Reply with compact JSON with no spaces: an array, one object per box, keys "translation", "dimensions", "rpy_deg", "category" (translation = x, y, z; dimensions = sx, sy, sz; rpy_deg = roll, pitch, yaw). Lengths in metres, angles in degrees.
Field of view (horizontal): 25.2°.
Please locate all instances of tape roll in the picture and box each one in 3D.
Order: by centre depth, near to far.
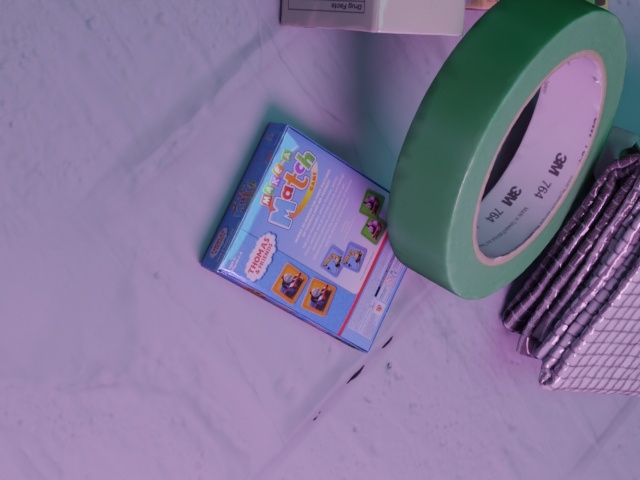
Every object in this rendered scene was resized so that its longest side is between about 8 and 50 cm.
[{"translation":[0.194,-0.096,1.453],"dimensions":[0.321,0.077,0.321],"rpy_deg":[-41,147,-34],"category":"tape roll"}]

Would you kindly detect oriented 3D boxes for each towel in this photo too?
[{"translation":[0.360,0.039,1.612],"dimensions":[0.235,0.121,0.284],"rpy_deg":[8,123,-43],"category":"towel"}]

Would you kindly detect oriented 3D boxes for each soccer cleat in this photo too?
[{"translation":[0.365,-0.044,1.672],"dimensions":[0.068,0.076,0.196],"rpy_deg":[-38,119,-24],"category":"soccer cleat"}]

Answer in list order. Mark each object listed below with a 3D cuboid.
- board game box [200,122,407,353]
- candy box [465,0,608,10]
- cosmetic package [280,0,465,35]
[{"translation":[0.000,0.000,1.445],"dimensions":[0.211,0.039,0.160],"rpy_deg":[31,80,-36],"category":"board game box"},{"translation":[0.217,-0.397,1.493],"dimensions":[0.183,0.087,0.316],"rpy_deg":[-5,103,-34],"category":"candy box"},{"translation":[0.055,-0.350,1.344],"dimensions":[0.113,0.160,0.309],"rpy_deg":[-4,102,-35],"category":"cosmetic package"}]
